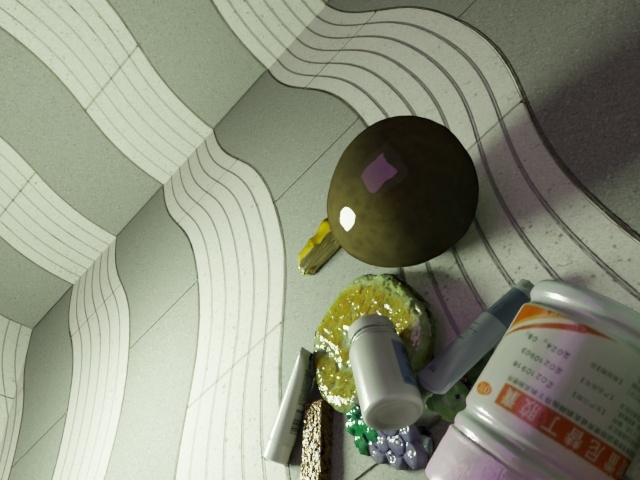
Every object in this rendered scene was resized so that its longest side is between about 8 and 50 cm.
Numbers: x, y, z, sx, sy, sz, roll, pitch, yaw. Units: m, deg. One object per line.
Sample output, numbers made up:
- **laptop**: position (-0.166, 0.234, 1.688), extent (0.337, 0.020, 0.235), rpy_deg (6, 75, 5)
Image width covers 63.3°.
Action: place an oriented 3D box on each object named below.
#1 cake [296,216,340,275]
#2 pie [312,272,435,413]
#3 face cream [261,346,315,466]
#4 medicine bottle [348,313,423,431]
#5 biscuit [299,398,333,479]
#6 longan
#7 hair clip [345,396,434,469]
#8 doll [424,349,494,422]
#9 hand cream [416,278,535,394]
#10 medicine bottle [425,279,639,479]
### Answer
- **cake**: position (-0.003, -0.002, 1.385), extent (0.185, 0.080, 0.116), rpy_deg (-47, 36, 17)
- **pie**: position (0.098, 0.210, 1.081), extent (0.323, 0.071, 0.323), rpy_deg (-32, 42, 34)
- **face cream**: position (-0.060, 0.359, 1.127), extent (0.058, 0.092, 0.243), rpy_deg (9, 69, 31)
- **medicine bottle**: position (0.107, 0.225, 0.907), extent (0.103, 0.103, 0.186), rpy_deg (-39, 33, 20)
- **biscuit**: position (-0.008, 0.421, 1.046), extent (0.064, 0.034, 0.199), rpy_deg (-29, 42, 33)
- **longan**: position (0.165, -0.092, 1.066), extent (0.319, 0.319, 0.318), rpy_deg (-31, 40, 30)
- **hair clip**: position (0.122, 0.342, 0.940), extent (0.196, 0.052, 0.123), rpy_deg (-4, 82, 44)
- **doll**: position (0.239, 0.235, 0.888), extent (0.115, 0.077, 0.150), rpy_deg (5, 52, 41)
- **hand cream**: position (0.266, 0.161, 0.870), extent (0.255, 0.048, 0.079), rpy_deg (-40, 12, -9)
- **medicine bottle**: position (0.304, 0.232, 0.688), extent (0.315, 0.202, 0.202), rpy_deg (-58, 34, -5)
